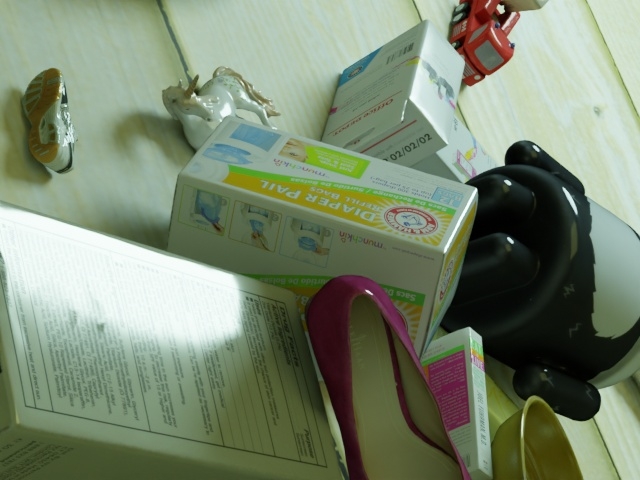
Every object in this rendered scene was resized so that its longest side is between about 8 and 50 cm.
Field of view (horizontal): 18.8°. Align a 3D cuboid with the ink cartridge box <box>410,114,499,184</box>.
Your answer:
[{"bbox_3d":[0.121,-0.068,1.846,0.122,0.052,0.088,45,32,-23],"label":"ink cartridge box"}]

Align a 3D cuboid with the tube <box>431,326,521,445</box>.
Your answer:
[{"bbox_3d":[0.154,0.164,1.682,0.062,0.070,0.240,-42,97,-26],"label":"tube"}]

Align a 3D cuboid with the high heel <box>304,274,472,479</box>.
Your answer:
[{"bbox_3d":[0.060,0.136,1.303,0.117,0.082,0.244,160,-91,-79],"label":"high heel"}]

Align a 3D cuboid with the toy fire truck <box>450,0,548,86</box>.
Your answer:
[{"bbox_3d":[0.207,-0.253,2.069,0.047,0.135,0.192,48,30,-21],"label":"toy fire truck"}]

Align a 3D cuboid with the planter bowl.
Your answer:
[{"bbox_3d":[0.157,0.240,1.558,0.217,0.090,0.217,-15,90,-72],"label":"planter bowl"}]

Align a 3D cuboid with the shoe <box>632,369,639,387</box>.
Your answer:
[{"bbox_3d":[0.327,0.102,2.032,0.219,0.058,0.076,54,48,-4],"label":"shoe"}]

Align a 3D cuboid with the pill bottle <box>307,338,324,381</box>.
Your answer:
[{"bbox_3d":[0.016,0.061,1.521,0.086,0.086,0.152,62,28,2],"label":"pill bottle"}]

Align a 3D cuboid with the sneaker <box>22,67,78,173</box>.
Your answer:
[{"bbox_3d":[-0.191,-0.084,1.384,0.037,0.032,0.083,47,33,-51],"label":"sneaker"}]

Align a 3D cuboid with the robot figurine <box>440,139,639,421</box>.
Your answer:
[{"bbox_3d":[0.204,0.034,1.755,0.278,0.209,0.173,29,1,-45],"label":"robot figurine"}]

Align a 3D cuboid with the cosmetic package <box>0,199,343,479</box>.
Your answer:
[{"bbox_3d":[-0.133,0.090,1.225,0.309,0.113,0.160,21,46,-50],"label":"cosmetic package"}]

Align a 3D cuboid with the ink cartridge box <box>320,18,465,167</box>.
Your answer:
[{"bbox_3d":[0.063,-0.110,1.736,0.061,0.104,0.181,48,31,-21],"label":"ink cartridge box"}]

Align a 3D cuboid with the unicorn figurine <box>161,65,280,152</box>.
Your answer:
[{"bbox_3d":[-0.081,-0.095,1.550,0.111,0.060,0.162,51,13,-16],"label":"unicorn figurine"}]

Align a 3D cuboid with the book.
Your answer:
[{"bbox_3d":[0.090,0.146,1.550,0.035,0.096,0.144,39,35,-34],"label":"book"}]

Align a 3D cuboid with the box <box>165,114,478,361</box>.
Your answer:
[{"bbox_3d":[0.000,0.000,1.419,0.203,0.103,0.114,16,30,9],"label":"box"}]
